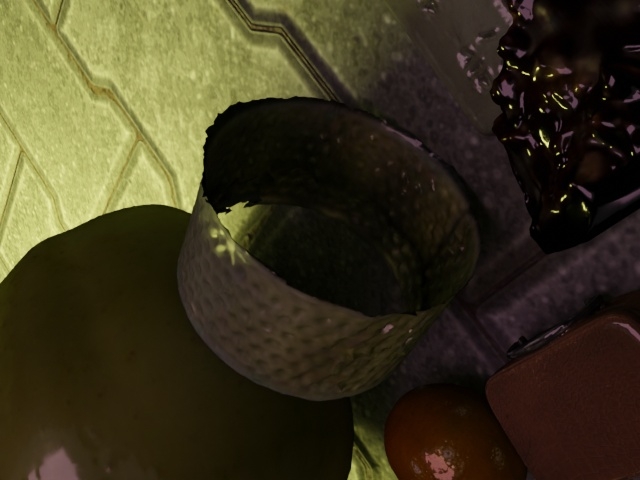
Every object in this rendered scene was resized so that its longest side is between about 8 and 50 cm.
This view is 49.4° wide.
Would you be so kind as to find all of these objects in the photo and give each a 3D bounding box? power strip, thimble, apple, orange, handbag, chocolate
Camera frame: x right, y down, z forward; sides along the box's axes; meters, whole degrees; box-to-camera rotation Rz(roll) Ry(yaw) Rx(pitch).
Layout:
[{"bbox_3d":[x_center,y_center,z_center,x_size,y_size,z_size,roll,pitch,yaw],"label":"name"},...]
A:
[{"bbox_3d":[0.105,-0.231,0.613,0.288,0.053,0.093,56,137,9],"label":"power strip"},{"bbox_3d":[0.000,0.000,0.665,0.271,0.271,0.150,46,136,20],"label":"thimble"},{"bbox_3d":[-0.196,0.196,0.820,0.473,0.473,0.473,20,121,38],"label":"apple"},{"bbox_3d":[0.140,0.220,0.723,0.156,0.124,0.156,52,163,22],"label":"orange"},{"bbox_3d":[0.249,0.135,0.621,0.151,0.072,0.193,58,138,9],"label":"handbag"},{"bbox_3d":[0.178,-0.122,0.455,0.177,0.224,0.206,53,133,7],"label":"chocolate"}]
